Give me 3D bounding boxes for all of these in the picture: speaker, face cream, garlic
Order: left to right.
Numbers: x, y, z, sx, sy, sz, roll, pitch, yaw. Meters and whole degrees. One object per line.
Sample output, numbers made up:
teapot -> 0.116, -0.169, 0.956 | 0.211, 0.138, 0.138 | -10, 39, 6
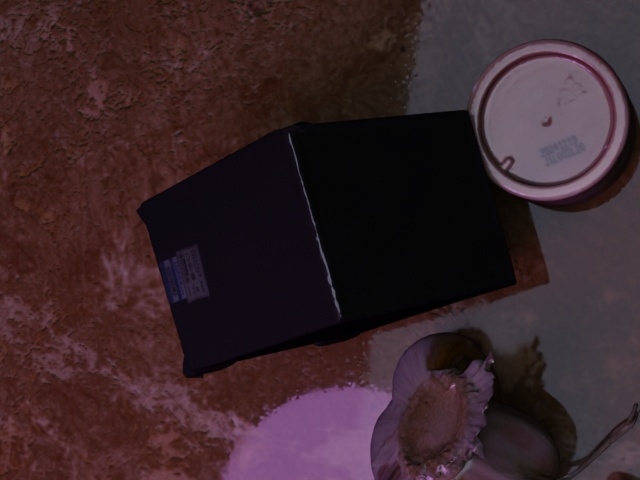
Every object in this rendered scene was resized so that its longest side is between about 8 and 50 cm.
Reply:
speaker -> 0.000, 0.000, 1.135 | 0.254, 0.232, 0.184 | -22, 80, 48
garlic -> 0.165, 0.175, 1.130 | 0.256, 0.207, 0.207 | -14, 84, 9
face cream -> 0.218, -0.107, 1.165 | 0.149, 0.104, 0.149 | -1, 88, 18
